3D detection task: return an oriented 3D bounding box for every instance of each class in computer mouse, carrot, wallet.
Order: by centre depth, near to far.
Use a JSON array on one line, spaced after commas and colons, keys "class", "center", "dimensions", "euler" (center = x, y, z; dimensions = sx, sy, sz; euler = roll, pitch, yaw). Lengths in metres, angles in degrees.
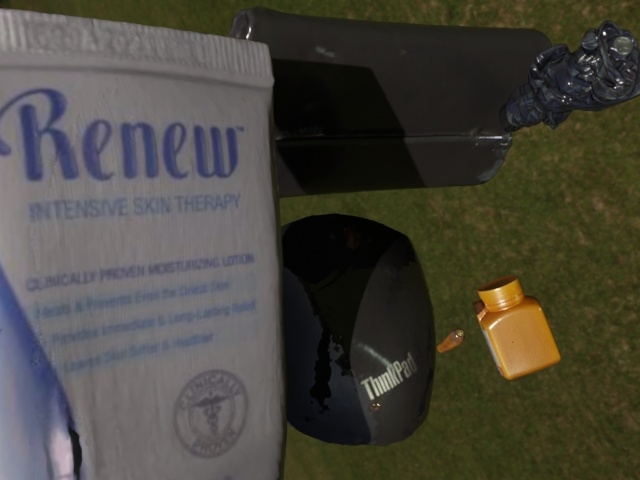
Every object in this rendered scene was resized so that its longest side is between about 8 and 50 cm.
[{"class": "computer mouse", "center": [0.033, 0.074, 0.721], "dimensions": [0.100, 0.170, 0.269], "euler": [110, 162, -45]}, {"class": "wallet", "center": [0.076, -0.151, 0.817], "dimensions": [0.062, 0.406, 0.228], "euler": [56, 141, 43]}, {"class": "carrot", "center": [0.272, 0.211, 1.440], "dimensions": [0.032, 0.032, 0.093], "euler": [60, 151, 17]}]

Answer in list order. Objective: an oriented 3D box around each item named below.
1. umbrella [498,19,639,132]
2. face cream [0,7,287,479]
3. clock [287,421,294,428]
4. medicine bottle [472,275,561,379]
[{"class": "umbrella", "center": [0.244, -0.158, 0.731], "dimensions": [0.224, 0.071, 0.080], "euler": [160, 93, -80]}, {"class": "face cream", "center": [-0.114, 0.072, 0.451], "dimensions": [0.137, 0.235, 0.419], "euler": [1, 96, 50]}, {"class": "clock", "center": [-0.016, 0.385, 1.680], "dimensions": [0.184, 0.185, 0.040], "euler": [55, 153, 31]}, {"class": "medicine bottle", "center": [0.467, 0.205, 1.661], "dimensions": [0.112, 0.149, 0.222], "euler": [-58, -54, -83]}]
